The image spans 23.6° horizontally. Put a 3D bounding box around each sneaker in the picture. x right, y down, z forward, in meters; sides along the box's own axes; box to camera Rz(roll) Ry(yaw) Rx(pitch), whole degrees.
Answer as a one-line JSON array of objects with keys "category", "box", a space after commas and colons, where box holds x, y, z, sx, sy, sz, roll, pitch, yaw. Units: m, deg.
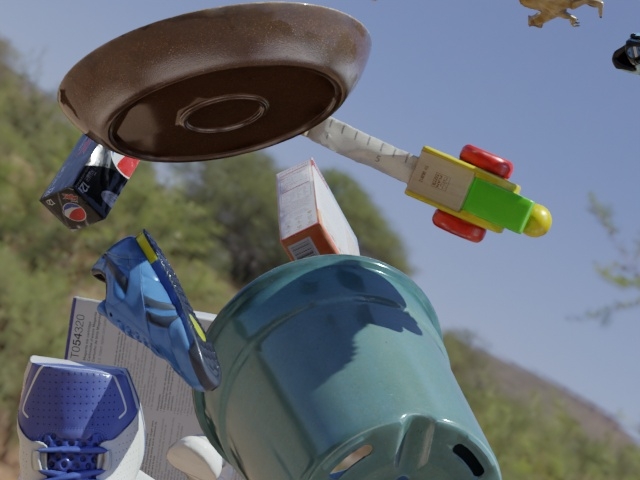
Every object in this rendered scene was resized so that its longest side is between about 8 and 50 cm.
[{"category": "sneaker", "box": [-0.230, 0.279, 1.440, 0.127, 0.315, 0.182, 5, 12, -10]}, {"category": "sneaker", "box": [-0.157, 0.291, 2.148, 0.080, 0.094, 0.212, 24, -17, 12]}, {"category": "sneaker", "box": [0.388, -0.215, 1.750, 0.073, 0.063, 0.162, -2, -8, -17]}, {"category": "sneaker", "box": [-0.164, 0.081, 1.494, 0.209, 0.082, 0.069, 57, -3, 38]}]

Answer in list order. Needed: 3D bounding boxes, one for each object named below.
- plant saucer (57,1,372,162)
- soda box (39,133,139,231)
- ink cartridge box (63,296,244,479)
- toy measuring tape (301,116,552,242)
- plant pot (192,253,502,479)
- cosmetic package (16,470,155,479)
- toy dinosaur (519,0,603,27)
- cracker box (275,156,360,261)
[{"category": "plant saucer", "box": [-0.097, -0.141, 1.487, 0.311, 0.050, 0.310, -11, -17, -3]}, {"category": "soda box", "box": [-0.234, -0.089, 1.655, 0.060, 0.169, 0.053, -19, -56, 39]}, {"category": "ink cartridge box", "box": [-0.248, 0.267, 2.415, 0.330, 0.324, 0.071, 10, 5, 10]}, {"category": "toy measuring tape", "box": [0.128, -0.082, 1.869, 0.330, 0.121, 0.121, 23, -5, 1]}, {"category": "plant pot", "box": [0.043, 0.240, 1.846, 0.341, 0.341, 0.334, 34, 12, -28]}, {"category": "cosmetic package", "box": [-0.249, 0.339, 1.727, 0.151, 0.151, 0.184, -4, -35, 45]}, {"category": "toy dinosaur", "box": [0.264, -0.274, 1.678, 0.093, 0.053, 0.183, 1, -25, 6]}, {"category": "cracker box", "box": [0.000, 0.000, 2.174, 0.155, 0.067, 0.232, 61, 10, -24]}]
